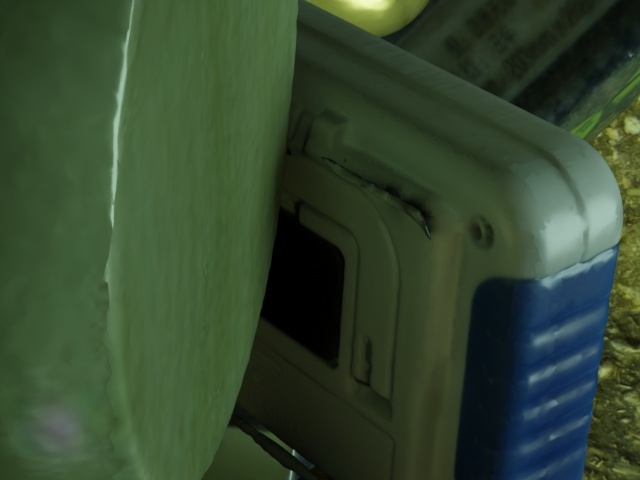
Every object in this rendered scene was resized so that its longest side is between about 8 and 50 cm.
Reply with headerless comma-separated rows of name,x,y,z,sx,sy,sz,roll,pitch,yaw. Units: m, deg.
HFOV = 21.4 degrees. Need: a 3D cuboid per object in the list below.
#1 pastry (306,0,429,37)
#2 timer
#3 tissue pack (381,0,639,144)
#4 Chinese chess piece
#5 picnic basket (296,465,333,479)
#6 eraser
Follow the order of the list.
pastry,0.006,-0.220,0.783,0.265,0.133,0.265,8,90,-83
timer,0.000,0.005,0.682,0.078,0.253,0.178,-21,127,-34
tissue pack,0.117,-0.102,0.973,0.394,0.124,0.288,-43,175,5
Chinese chess piece,-0.074,-0.040,0.508,0.250,0.101,0.250,8,90,-82
picnic basket,0.014,0.262,0.654,0.254,0.291,0.321,-45,-176,8
eraser,-0.046,0.113,0.902,0.212,0.092,0.046,20,77,-83
